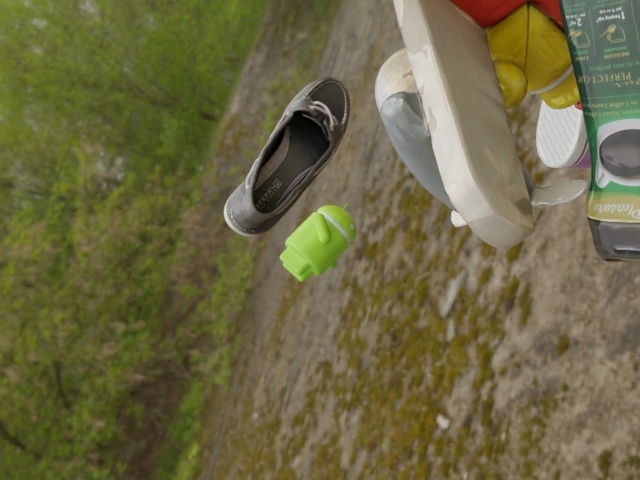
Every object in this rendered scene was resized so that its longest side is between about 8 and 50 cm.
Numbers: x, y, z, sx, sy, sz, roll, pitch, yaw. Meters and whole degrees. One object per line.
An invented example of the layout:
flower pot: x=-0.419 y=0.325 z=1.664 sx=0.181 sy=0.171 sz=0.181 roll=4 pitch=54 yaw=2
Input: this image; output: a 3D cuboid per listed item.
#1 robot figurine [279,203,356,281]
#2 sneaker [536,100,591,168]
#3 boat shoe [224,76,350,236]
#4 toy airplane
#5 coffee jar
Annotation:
robot figurine: x=0.000 y=0.000 z=1.189 sx=0.115 sy=0.067 sz=0.101 roll=-45 pitch=-24 yaw=-12
sneaker: x=0.383 y=-0.232 z=1.157 sx=0.102 sy=0.161 sz=0.282 roll=45 pitch=131 yaw=52
boat shoe: x=-0.033 y=-0.145 z=1.436 sx=0.335 sy=0.112 sz=0.095 roll=-57 pitch=13 yaw=-24
toy airplane: x=0.101 y=-0.191 z=0.725 sx=0.386 sy=0.384 sz=0.272 roll=-36 pitch=-16 yaw=-41
coffee jar: x=0.200 y=-0.075 z=0.522 sx=0.096 sy=0.079 sz=0.184 roll=4 pitch=109 yaw=48
